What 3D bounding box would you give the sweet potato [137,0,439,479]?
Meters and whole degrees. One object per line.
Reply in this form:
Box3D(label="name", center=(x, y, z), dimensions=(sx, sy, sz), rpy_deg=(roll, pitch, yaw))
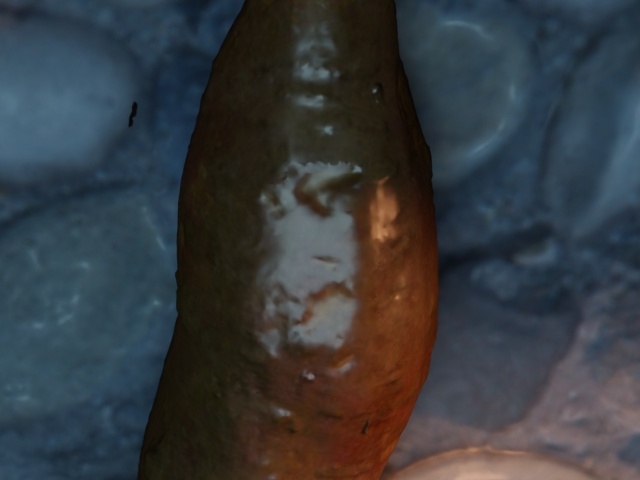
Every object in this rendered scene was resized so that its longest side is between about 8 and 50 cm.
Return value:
Box3D(label="sweet potato", center=(-0.003, 0.000, 0.763), dimensions=(0.131, 0.131, 0.337), rpy_deg=(12, 113, 3))
